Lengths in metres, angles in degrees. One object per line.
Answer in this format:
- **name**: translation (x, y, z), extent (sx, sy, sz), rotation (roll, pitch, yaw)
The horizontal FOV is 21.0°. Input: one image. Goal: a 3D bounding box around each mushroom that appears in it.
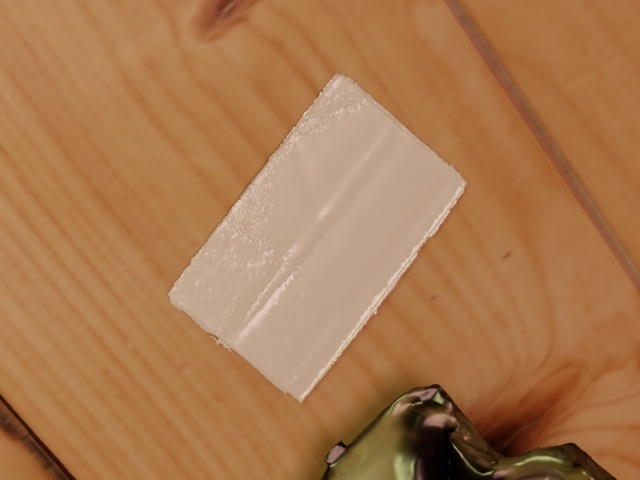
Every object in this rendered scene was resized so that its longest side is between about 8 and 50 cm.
- **mushroom**: translation (0.101, 0.259, 1.417), extent (0.217, 0.212, 0.292), rotation (40, 98, 20)

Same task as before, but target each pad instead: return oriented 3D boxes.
- **pad**: translation (0.000, 0.000, 1.380), extent (0.156, 0.004, 0.232), rotation (39, 85, -24)
